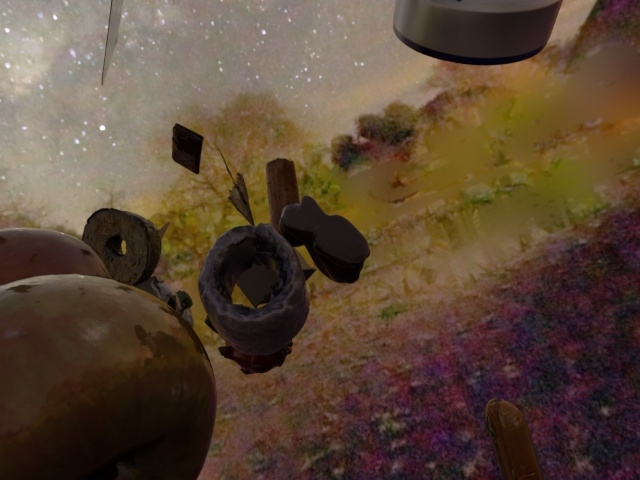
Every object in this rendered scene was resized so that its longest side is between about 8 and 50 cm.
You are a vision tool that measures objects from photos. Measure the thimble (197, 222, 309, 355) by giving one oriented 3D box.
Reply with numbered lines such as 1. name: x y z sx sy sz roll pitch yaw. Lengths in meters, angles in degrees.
1. thimble: -0.133 0.097 0.862 0.216 0.246 0.157 -6 -33 -4

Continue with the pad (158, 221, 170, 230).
1. pad: -0.689 0.035 1.643 0.176 0.002 0.266 -51 7 33

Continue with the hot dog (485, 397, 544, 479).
1. hot dog: 0.408 0.460 0.877 0.067 0.250 0.100 -16 -4 -17

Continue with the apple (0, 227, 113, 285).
1. apple: -0.534 0.145 0.758 0.339 0.340 0.339 -23 5 2

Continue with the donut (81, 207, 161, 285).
1. donut: -0.607 0.023 1.298 0.271 0.272 0.107 -21 -6 21

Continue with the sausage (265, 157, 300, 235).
1. sausage: -0.111 -0.111 1.257 0.108 0.271 0.109 -6 -8 -1

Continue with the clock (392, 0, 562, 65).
1. clock: 0.225 -0.346 0.610 0.230 0.230 0.083 -25 -38 -22

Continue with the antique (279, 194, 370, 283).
1. antique: 0.000 0.000 1.009 0.121 0.256 0.143 -46 -18 -28

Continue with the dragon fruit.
1. dragon fruit: -0.211 0.276 1.233 0.200 0.269 0.198 -44 0 32

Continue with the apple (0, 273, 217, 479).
1. apple: -0.238 0.155 0.372 0.264 0.265 0.264 -23 5 2

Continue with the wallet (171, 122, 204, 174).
1. wallet: -0.392 -0.264 1.220 0.026 0.095 0.176 -65 8 -29

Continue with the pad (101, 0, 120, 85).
1. pad: -0.389 -0.422 0.792 0.004 0.267 0.181 10 -52 -26

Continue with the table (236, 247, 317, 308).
1. table: -0.156 0.094 1.339 0.172 0.169 0.193 -47 -19 18

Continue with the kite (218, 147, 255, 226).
1. kite: -0.319 -0.189 1.625 0.014 0.369 0.406 -21 22 4

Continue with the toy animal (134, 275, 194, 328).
1. toy animal: -0.541 0.257 1.436 0.212 0.213 0.267 -23 -33 4
